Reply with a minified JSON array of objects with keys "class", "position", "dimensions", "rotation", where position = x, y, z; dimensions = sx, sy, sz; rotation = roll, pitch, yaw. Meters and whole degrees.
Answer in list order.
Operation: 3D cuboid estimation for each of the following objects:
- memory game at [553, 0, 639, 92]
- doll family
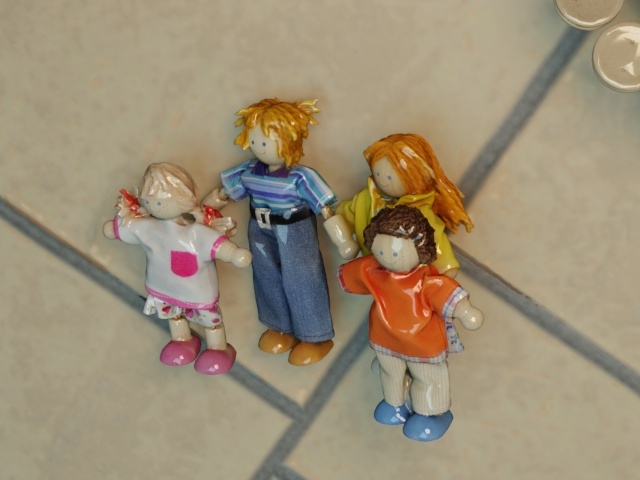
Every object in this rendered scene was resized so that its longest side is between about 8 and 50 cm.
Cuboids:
[{"class":"memory game","position":[0.211,-0.148,0.809],"dimensions":[0.186,0.012,0.186],"rotation":[0,84,2]},{"class":"doll family","position":[0.000,0.000,0.936],"dimensions":[0.263,0.118,0.163],"rotation":[12,121,32]}]
